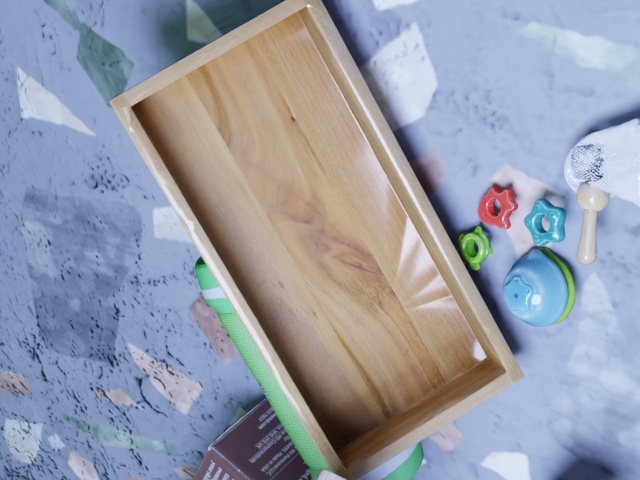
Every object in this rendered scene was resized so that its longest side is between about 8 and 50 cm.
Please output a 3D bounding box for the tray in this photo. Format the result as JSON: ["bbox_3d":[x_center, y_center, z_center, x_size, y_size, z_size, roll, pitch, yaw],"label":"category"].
[{"bbox_3d":[0.000,0.000,1.041,0.203,0.076,0.411,-31,103,-5],"label":"tray"}]

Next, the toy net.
[{"bbox_3d":[0.213,-0.028,0.990,0.122,0.045,0.232,56,133,27],"label":"toy net"}]

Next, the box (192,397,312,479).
[{"bbox_3d":[0.026,0.369,1.254,0.381,0.143,0.191,40,130,15],"label":"box"}]

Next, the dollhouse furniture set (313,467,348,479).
[{"bbox_3d":[0.146,0.378,0.987,0.394,0.362,0.256,24,163,12],"label":"dollhouse furniture set"}]

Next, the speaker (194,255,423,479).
[{"bbox_3d":[-0.010,0.123,1.158,0.131,0.131,0.296,-20,105,38],"label":"speaker"}]
